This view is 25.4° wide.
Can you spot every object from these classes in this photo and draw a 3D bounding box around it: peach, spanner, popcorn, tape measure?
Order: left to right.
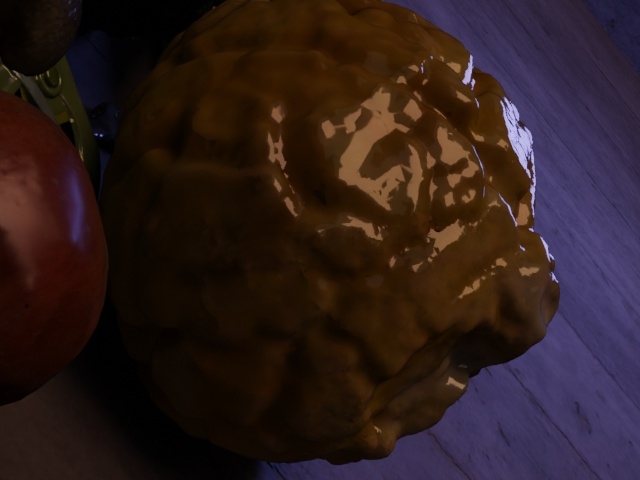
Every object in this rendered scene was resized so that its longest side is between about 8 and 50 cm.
[{"bbox_3d":[-0.254,0.015,0.855,0.235,0.214,0.214,-16,69,-24],"label":"peach"},{"bbox_3d":[-0.235,-0.072,1.075,0.177,0.087,0.154,69,27,-16],"label":"tape measure"},{"bbox_3d":[-0.238,-0.099,1.198,0.254,0.015,0.054,-2,63,-60],"label":"spanner"},{"bbox_3d":[-0.001,-0.020,1.129,0.354,0.344,0.390,-7,83,-64],"label":"popcorn"}]

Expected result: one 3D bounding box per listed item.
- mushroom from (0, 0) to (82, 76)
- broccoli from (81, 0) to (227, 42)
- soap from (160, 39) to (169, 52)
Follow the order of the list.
[{"bbox_3d":[-0.232,-0.232,0.899,0.212,0.217,0.292,20,11,-23],"label":"mushroom"},{"bbox_3d":[-0.118,-0.310,1.273,0.304,0.321,0.283,-5,84,-35],"label":"broccoli"},{"bbox_3d":[-0.096,-0.140,1.424,0.119,0.066,0.198,33,34,-40],"label":"soap"}]
